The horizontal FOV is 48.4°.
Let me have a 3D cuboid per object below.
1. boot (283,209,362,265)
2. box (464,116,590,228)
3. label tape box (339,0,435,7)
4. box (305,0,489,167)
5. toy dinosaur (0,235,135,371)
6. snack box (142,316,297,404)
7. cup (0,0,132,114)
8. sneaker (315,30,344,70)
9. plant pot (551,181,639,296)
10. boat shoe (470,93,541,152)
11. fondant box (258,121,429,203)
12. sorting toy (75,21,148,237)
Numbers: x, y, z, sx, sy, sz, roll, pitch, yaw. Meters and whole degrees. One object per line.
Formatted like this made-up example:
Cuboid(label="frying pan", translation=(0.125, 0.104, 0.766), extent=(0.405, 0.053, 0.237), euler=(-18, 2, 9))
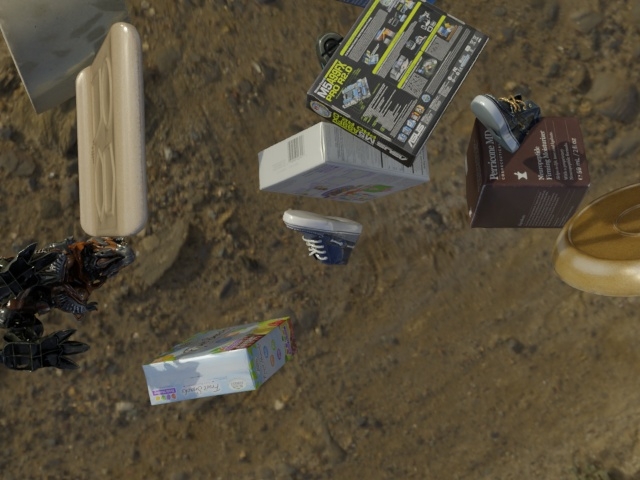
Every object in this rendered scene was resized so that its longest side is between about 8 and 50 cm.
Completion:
Cuboid(label="boot", translation=(0.000, 0.000, 1.261), extent=(0.190, 0.069, 0.086), euler=(8, 103, -46))
Cuboid(label="box", translation=(0.406, -0.134, 1.426), extent=(0.203, 0.168, 0.167), euler=(0, 152, 2))
Cuboid(label="label tape box", translation=(0.079, -0.554, 1.354), extent=(0.348, 0.249, 0.115), euler=(11, 80, -15))
Cuboid(label="box", translation=(0.134, -0.294, 1.241), extent=(0.216, 0.060, 0.270), euler=(31, 76, 5))
Cuboid(label="toy dinosaur", translation=(-0.402, 0.082, 0.957), extent=(0.322, 0.218, 0.164), euler=(-42, 119, -16))
Cuboid(label="snack box", translation=(-0.151, 0.186, 1.126), extent=(0.174, 0.207, 0.070), euler=(-12, 93, 17))
Cuboid(label="cup", translation=(-0.515, -0.445, 1.416), extent=(0.237, 0.331, 0.331), euler=(-23, 125, -18))
Cuboid(label="sneaker", translation=(0.076, -0.418, 1.815), extent=(0.101, 0.106, 0.267), euler=(-38, 112, -6))
Cuboid(label="plant pot", translation=(0.384, -0.016, 0.828), extent=(0.236, 0.236, 0.032), euler=(-24, 111, 2))
Cuboid(label="boat shoe", translation=(0.315, -0.220, 1.199), extent=(0.083, 0.065, 0.183), euler=(-50, 149, 6))
Cuboid(label="fondant box", translation=(0.055, -0.171, 1.656), extent=(0.330, 0.096, 0.238), euler=(6, 165, -40))
Cuboid(label="sorting toy", translation=(-0.209, -0.100, 0.722), extent=(0.038, 0.208, 0.193), euler=(-2, 91, -29))
